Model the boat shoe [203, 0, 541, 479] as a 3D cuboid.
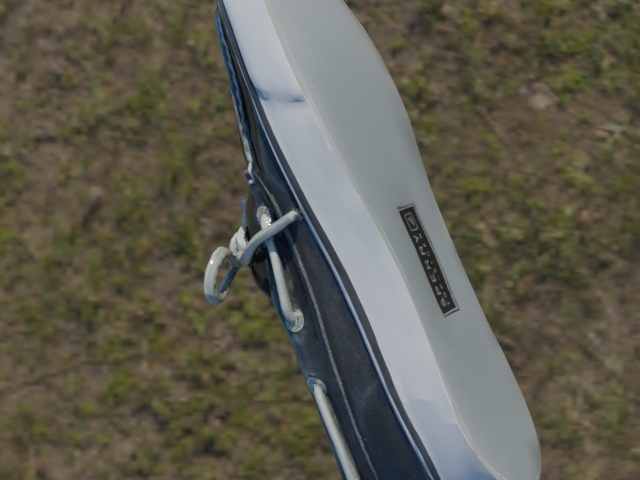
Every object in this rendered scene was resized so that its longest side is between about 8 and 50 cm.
[{"bbox_3d":[0.002,0.000,0.893,0.105,0.113,0.306,-27,87,26],"label":"boat shoe"}]
